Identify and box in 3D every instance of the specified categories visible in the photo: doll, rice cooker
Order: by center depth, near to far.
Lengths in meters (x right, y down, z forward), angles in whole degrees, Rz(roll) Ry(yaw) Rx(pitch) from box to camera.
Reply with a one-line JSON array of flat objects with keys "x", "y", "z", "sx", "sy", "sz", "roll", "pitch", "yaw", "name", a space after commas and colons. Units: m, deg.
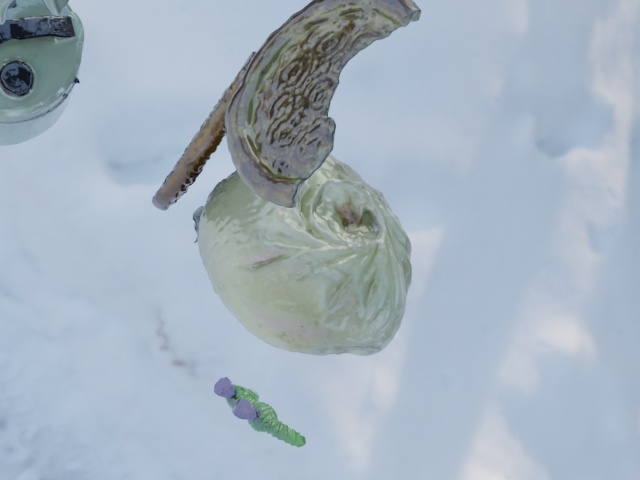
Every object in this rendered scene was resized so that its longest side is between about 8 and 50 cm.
[{"x": -0.446, "y": -0.255, "z": 1.864, "sx": 0.226, "sy": 0.244, "sz": 0.226, "roll": 2, "pitch": 83, "yaw": -16, "name": "rice cooker"}, {"x": -0.090, "y": 0.263, "z": 2.015, "sx": 0.115, "sy": 0.190, "sz": 0.050, "roll": 34, "pitch": 86, "yaw": -35, "name": "doll"}]

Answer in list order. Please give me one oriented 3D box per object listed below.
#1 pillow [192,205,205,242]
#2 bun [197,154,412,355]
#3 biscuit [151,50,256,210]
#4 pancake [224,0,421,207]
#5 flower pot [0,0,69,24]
[{"x": -0.143, "y": -0.021, "z": 2.280, "sx": 0.241, "sy": 0.093, "sz": 0.051, "roll": 4, "pitch": 45, "yaw": -52, "name": "pillow"}, {"x": 0.000, "y": 0.000, "z": 1.367, "sx": 0.244, "sy": 0.153, "sz": 0.244, "roll": 27, "pitch": 36, "yaw": -22, "name": "bun"}, {"x": -0.109, "y": -0.108, "z": 1.344, "sx": 0.027, "sy": 0.188, "sz": 0.188, "roll": 35, "pitch": 48, "yaw": -8, "name": "biscuit"}, {"x": -0.002, "y": -0.115, "z": 1.061, "sx": 0.020, "sy": 0.184, "sz": 0.190, "roll": 35, "pitch": 50, "yaw": -50, "name": "pancake"}, {"x": -0.277, "y": -0.394, "z": 1.214, "sx": 0.254, "sy": 0.367, "sz": 0.164, "roll": 27, "pitch": 20, "yaw": -22, "name": "flower pot"}]
